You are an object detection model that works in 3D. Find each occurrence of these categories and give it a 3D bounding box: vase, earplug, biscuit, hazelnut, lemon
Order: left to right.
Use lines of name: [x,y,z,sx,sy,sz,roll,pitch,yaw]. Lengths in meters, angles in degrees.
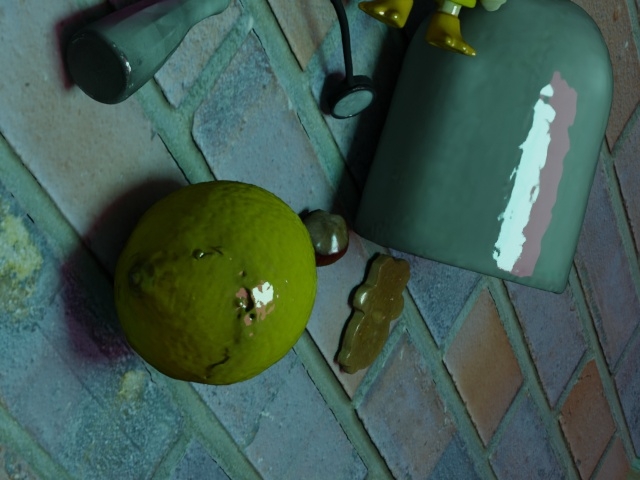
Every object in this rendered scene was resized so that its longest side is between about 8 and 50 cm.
vase: [-0.176,-0.230,1.731,0.214,0.086,0.086,-44,141,-44]
lemon: [-0.114,0.043,1.840,0.253,0.228,0.228,-48,144,-46]
hazelnut: [0.000,0.000,2.152,0.086,0.086,0.086,-35,134,-45]
biscuit: [0.080,0.107,2.380,0.133,0.027,0.184,-6,114,-58]
earplug: [0.237,-0.155,2.221,0.312,0.312,0.394,10,96,-59]

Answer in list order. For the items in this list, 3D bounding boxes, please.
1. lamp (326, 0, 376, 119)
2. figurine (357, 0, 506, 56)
lamp: [0.012,-0.296,1.999,0.130,0.109,0.371,-28,151,3]
figurine: [0.170,-0.424,2.052,0.215,0.187,0.344,23,84,-38]
